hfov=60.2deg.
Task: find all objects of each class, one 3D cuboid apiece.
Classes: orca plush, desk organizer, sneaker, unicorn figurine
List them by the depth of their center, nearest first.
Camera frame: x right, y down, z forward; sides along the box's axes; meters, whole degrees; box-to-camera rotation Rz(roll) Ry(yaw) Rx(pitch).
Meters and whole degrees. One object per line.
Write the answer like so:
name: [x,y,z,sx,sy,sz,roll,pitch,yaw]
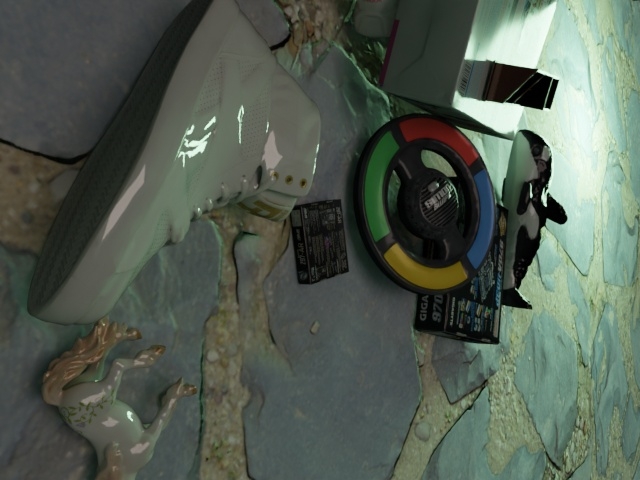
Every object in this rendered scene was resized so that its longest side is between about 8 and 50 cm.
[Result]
unicorn figurine: [-0.143,0.139,0.408,0.162,0.060,0.111,51,52,-15]
sneaker: [-0.083,-0.043,0.435,0.169,0.108,0.293,41,58,-37]
sneaker: [0.107,-0.348,0.646,0.115,0.090,0.232,76,33,-54]
desk organizer: [0.245,-0.183,0.664,0.130,0.050,0.047,-17,122,-55]
orca plush: [0.355,-0.031,0.897,0.151,0.102,0.288,56,40,-78]

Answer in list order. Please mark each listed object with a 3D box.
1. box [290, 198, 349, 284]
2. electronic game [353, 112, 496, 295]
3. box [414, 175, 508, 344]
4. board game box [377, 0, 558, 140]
box: [0.000,0.000,0.595,0.067,0.018,0.084,-15,100,-48]
electronic game: [0.137,-0.046,0.692,0.229,0.048,0.230,4,83,-30]
box: [0.215,0.035,0.816,0.175,0.051,0.221,19,74,-47]
board game box: [0.200,-0.260,0.690,0.303,0.097,0.224,-2,110,-58]
